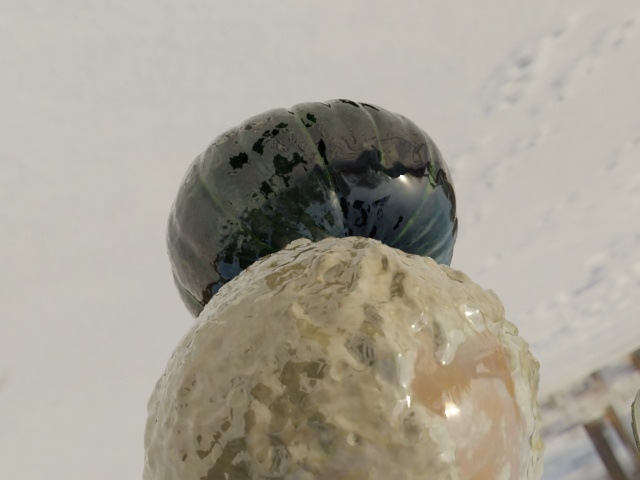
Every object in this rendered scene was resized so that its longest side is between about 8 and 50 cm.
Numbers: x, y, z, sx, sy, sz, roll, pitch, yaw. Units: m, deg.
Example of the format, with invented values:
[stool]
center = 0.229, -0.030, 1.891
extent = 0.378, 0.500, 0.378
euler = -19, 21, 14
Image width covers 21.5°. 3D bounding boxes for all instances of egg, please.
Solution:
[egg]
center = 0.010, 0.139, 1.101
extent = 0.279, 0.279, 0.310
euler = -19, 146, -43

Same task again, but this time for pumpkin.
[pumpkin]
center = 0.000, 0.000, 1.409
extent = 0.250, 0.216, 0.249
euler = -17, 128, -23

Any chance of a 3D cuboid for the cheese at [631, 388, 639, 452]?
[cheese]
center = 0.207, 0.152, 0.648
extent = 0.127, 0.235, 0.050
euler = -14, 173, -20
